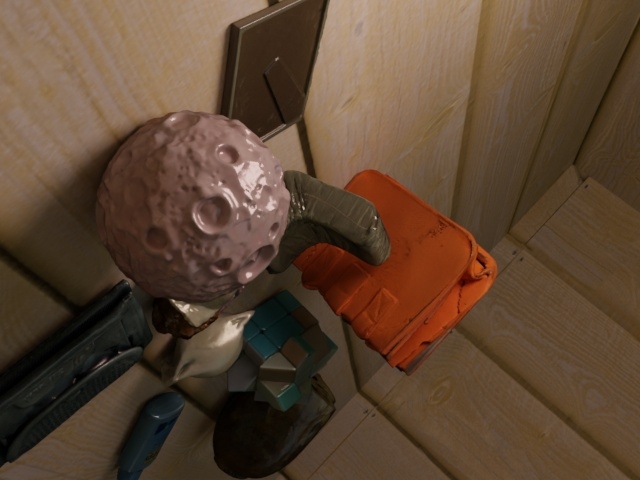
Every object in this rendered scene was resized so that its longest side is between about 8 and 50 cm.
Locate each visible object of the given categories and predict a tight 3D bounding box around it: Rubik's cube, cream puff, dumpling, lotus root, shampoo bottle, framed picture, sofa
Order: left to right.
[{"bbox_3d":[-0.386,0.445,1.734,0.103,0.061,0.259,-19,145,-54],"label":"shampoo bottle"},{"bbox_3d":[-0.239,0.119,1.382,0.122,0.094,0.116,-34,-169,1],"label":"cream puff"},{"bbox_3d":[-0.196,0.036,1.299,0.111,0.155,0.181,-26,-141,37],"label":"dumpling"},{"bbox_3d":[-0.231,0.208,1.565,0.228,0.124,0.151,-34,-167,-24],"label":"dumpling"},{"bbox_3d":[-0.135,0.475,2.083,0.346,0.250,0.250,-49,161,2],"label":"lotus root"},{"bbox_3d":[-0.072,-0.242,1.169,0.192,0.018,0.265,-35,156,-35],"label":"framed picture"},{"bbox_3d":[-0.097,0.268,1.793,0.265,0.213,0.224,-31,156,-35],"label":"Rubik's cube"},{"bbox_3d":[0.000,0.000,1.457,0.176,0.225,0.210,-63,164,-10],"label":"sofa"}]

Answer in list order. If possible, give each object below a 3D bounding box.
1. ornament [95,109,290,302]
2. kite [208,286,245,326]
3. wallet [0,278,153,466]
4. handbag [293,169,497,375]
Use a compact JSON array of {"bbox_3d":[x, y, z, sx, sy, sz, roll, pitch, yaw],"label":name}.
[{"bbox_3d":[-0.161,-0.040,1.044,0.259,0.225,0.259,-41,160,-19],"label":"ornament"},{"bbox_3d":[-0.208,0.103,1.480,0.156,0.011,0.139,-8,116,-36],"label":"kite"},{"bbox_3d":[-0.413,0.230,1.251,0.342,0.075,0.237,-41,163,-22],"label":"wallet"},{"bbox_3d":[0.136,0.050,1.597,0.303,0.410,0.116,-48,131,1],"label":"handbag"}]
